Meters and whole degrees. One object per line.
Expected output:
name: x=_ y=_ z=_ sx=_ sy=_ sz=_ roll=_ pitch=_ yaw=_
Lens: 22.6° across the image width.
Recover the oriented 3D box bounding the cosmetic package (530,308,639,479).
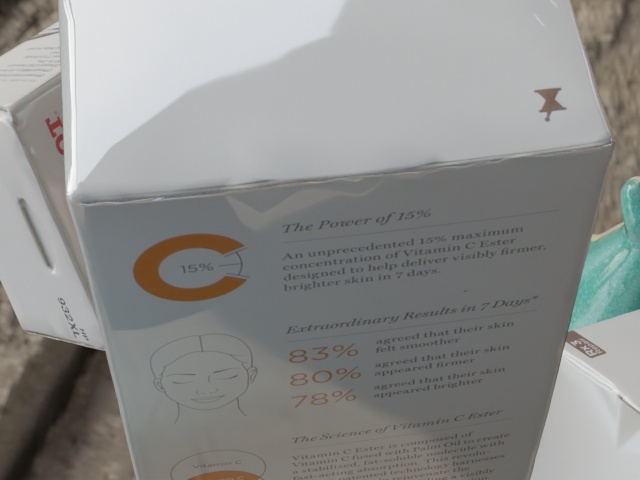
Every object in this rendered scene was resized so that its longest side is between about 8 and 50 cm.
cosmetic package: x=0.251 y=0.275 z=1.328 sx=0.217 sy=0.156 sz=0.385 roll=40 pitch=126 yaw=37

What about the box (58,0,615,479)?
box: x=0.000 y=0.000 z=0.792 sx=0.215 sy=0.345 sz=0.168 roll=-6 pitch=57 yaw=-4

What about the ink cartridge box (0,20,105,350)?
ink cartridge box: x=-0.146 y=-0.086 z=1.345 sx=0.129 sy=0.223 sz=0.307 roll=7 pitch=36 yaw=43

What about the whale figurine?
whale figurine: x=0.318 y=0.058 z=1.651 sx=0.216 sy=0.272 sz=0.141 roll=34 pitch=59 yaw=17
